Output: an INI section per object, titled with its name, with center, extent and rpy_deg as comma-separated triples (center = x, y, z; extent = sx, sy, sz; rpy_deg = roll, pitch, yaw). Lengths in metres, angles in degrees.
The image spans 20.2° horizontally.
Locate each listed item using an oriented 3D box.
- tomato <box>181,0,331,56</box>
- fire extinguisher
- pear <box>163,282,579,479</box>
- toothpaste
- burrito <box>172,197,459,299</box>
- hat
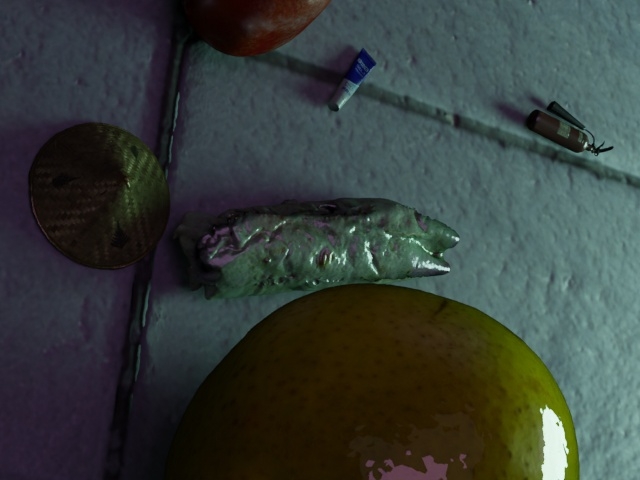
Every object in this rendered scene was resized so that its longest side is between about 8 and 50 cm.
[tomato]
center = -0.053, -0.268, 1.767
extent = 0.151, 0.187, 0.187
rpy_deg = 33, 61, -44
[fire extinguisher]
center = 0.275, -0.124, 2.000
extent = 0.100, 0.032, 0.046
rpy_deg = 23, 33, -22
[pear]
center = 0.048, 0.210, 1.588
extent = 0.418, 0.362, 0.362
rpy_deg = -19, 86, -62
[toothpaste]
center = 0.032, -0.167, 1.877
extent = 0.024, 0.015, 0.083
rpy_deg = 49, 54, -19
[burrito]
center = 0.001, 0.003, 1.783
extent = 0.309, 0.066, 0.096
rpy_deg = -3, 84, -30
[hat]
center = -0.194, -0.051, 1.685
extent = 0.146, 0.067, 0.146
rpy_deg = 8, 73, -27
